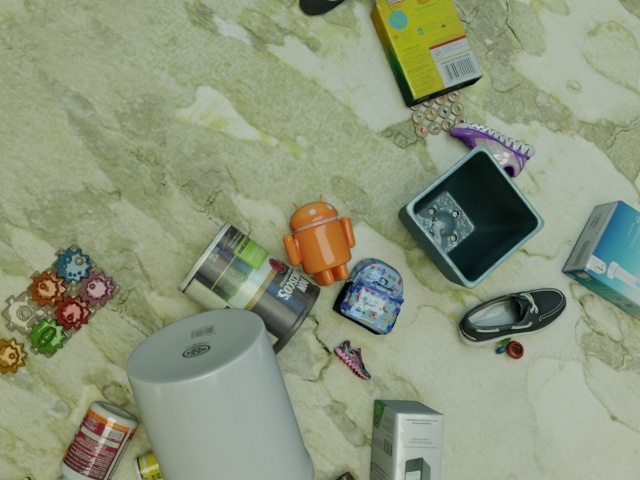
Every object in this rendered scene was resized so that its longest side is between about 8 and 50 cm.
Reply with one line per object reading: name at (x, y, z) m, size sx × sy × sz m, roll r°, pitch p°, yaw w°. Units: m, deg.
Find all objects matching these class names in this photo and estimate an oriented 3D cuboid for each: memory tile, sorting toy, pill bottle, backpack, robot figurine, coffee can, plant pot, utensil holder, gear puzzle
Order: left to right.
gear puzzle at (-0.651, 0.173, 1.775) m, size 0.175 × 0.044 × 0.339 m, roll 45°, pitch 81°, yaw -4°
pill bottle at (-0.521, 0.494, 1.738) m, size 0.121 × 0.121 × 0.221 m, roll 27°, pitch 82°, yaw -7°
pill bottle at (-0.378, 0.528, 1.788) m, size 0.116 × 0.065 × 0.065 m, roll -18°, pitch 90°, yaw -10°
utensil holder at (-0.216, 0.388, 1.633) m, size 0.327 × 0.327 × 0.386 m, roll -19°, pitch 112°, yaw -10°
coffee can at (-0.168, 0.115, 1.781) m, size 0.275 × 0.201 × 0.202 m, roll 36°, pitch 81°, yaw -6°
robot figurine at (-0.002, 0.000, 1.853) m, size 0.158 × 0.128 × 0.220 m, roll -18°, pitch 89°, yaw 14°
backpack at (0.136, 0.132, 1.876) m, size 0.158 × 0.117 × 0.173 m, roll 30°, pitch 79°, yaw -7°
memory tile at (0.309, -0.336, 1.986) m, size 0.147 × 0.012 × 0.113 m, roll -13°, pitch 88°, yaw -10°
plant pot at (0.338, -0.050, 1.851) m, size 0.247 × 0.252 × 0.248 m, roll -39°, pitch 94°, yaw -9°
sorting toy at (0.481, 0.273, 1.967) m, size 0.061 × 0.042 × 0.102 m, roll -40°, pitch 81°, yaw -25°

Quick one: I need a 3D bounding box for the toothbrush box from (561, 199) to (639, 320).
toothbrush box at (0.829, 0.064, 1.990) m, size 0.295 × 0.126 × 0.216 m, roll 30°, pitch 81°, yaw -6°

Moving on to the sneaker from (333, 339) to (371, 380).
sneaker at (0.091, 0.299, 1.896) m, size 0.119 × 0.047 × 0.057 m, roll 47°, pitch 69°, yaw -5°

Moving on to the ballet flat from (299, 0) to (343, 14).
ballet flat at (0.068, -0.676, 1.924) m, size 0.280 × 0.096 × 0.095 m, roll -35°, pitch 93°, yaw -10°

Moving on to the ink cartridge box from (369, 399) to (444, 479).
ink cartridge box at (0.201, 0.544, 1.813) m, size 0.121 × 0.211 × 0.290 m, roll 5°, pitch 87°, yaw -11°

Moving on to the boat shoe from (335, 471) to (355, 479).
boat shoe at (-0.026, 0.641, 1.837) m, size 0.257 × 0.095 × 0.095 m, roll -20°, pitch 76°, yaw -16°

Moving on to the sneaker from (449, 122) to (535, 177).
sneaker at (0.440, -0.231, 1.961) m, size 0.236 × 0.095 × 0.105 m, roll 21°, pitch 93°, yaw -13°

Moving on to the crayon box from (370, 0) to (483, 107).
crayon box at (0.264, -0.529, 1.951) m, size 0.202 × 0.081 × 0.319 m, roll -20°, pitch 87°, yaw -10°

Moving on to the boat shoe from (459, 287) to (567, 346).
boat shoe at (0.500, 0.185, 1.927) m, size 0.302 × 0.091 × 0.114 m, roll -22°, pitch 56°, yaw -12°
